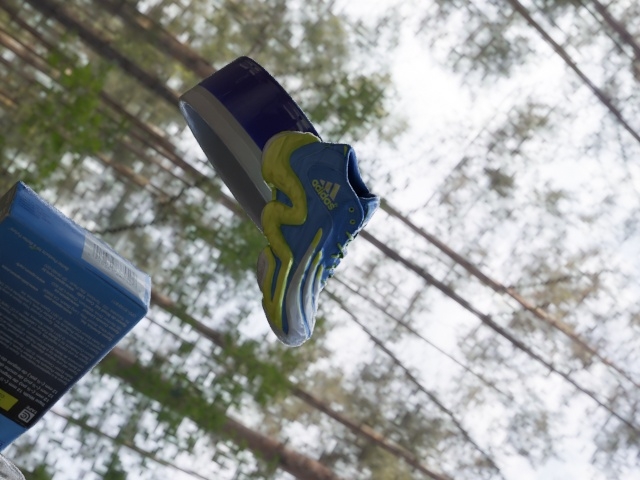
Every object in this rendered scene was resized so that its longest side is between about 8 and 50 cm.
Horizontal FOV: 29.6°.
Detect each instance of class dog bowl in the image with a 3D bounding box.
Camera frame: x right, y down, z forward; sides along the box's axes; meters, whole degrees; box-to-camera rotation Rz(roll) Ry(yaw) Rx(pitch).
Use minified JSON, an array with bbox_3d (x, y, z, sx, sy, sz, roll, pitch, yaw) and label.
[{"bbox_3d":[-0.072,-0.109,1.609,0.104,0.265,0.265,-36,-149,-9],"label":"dog bowl"}]

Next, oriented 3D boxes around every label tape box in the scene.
[{"bbox_3d":[-0.452,0.119,1.761,0.347,0.249,0.115,-43,-155,19],"label":"label tape box"}]

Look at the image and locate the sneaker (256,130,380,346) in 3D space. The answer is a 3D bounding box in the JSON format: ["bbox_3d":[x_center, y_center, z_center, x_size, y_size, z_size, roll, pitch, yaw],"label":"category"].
[{"bbox_3d":[0.000,0.000,1.321,0.126,0.091,0.240,0,-80,23],"label":"sneaker"}]

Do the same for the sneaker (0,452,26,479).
[{"bbox_3d":[-0.422,0.181,1.291,0.202,0.483,0.185,-24,-134,-1],"label":"sneaker"}]
